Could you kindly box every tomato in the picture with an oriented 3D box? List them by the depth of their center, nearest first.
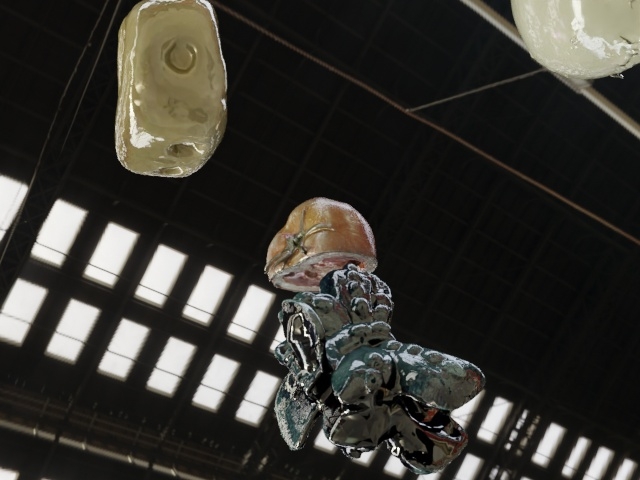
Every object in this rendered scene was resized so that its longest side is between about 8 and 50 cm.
[{"bbox_3d":[0.000,0.000,1.191,0.181,0.214,0.155,23,-126,-40],"label":"tomato"}]

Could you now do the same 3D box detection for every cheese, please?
[{"bbox_3d":[-0.183,-0.189,0.750,0.117,0.235,0.217,2,-133,-22],"label":"cheese"}]

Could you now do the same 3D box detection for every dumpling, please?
[{"bbox_3d":[0.181,-0.204,0.424,0.142,0.247,0.172,-41,-84,11],"label":"dumpling"}]

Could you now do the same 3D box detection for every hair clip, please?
[{"bbox_3d":[0.048,0.162,0.811,0.207,0.310,0.194,-1,-66,-27],"label":"hair clip"}]
